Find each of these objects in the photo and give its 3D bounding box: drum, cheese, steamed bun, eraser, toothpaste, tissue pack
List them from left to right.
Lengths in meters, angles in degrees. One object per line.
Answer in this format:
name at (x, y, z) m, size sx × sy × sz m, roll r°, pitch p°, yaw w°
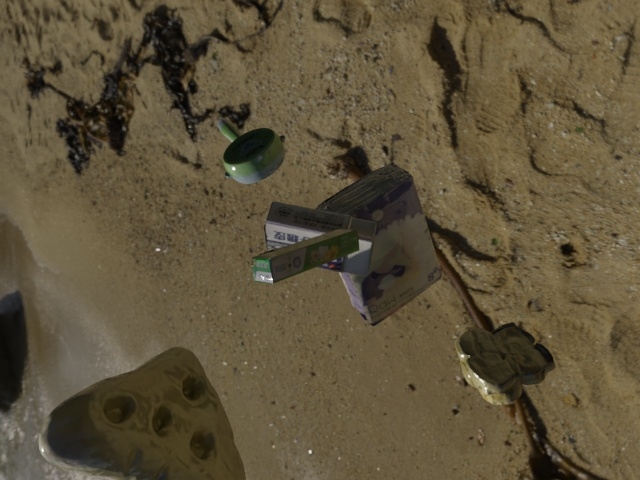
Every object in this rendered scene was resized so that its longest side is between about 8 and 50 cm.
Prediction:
cheese at (-0.278, 0.375, 0.827) m, size 0.129 × 0.351 × 0.328 m, roll -36°, pitch 84°, yaw 15°
drum at (-0.167, -0.177, 0.912) m, size 0.130 × 0.049 × 0.253 m, roll -46°, pitch 43°, yaw -18°
toothpaste at (-0.016, 0.019, 0.663) m, size 0.043 × 0.178 × 0.037 m, roll 5°, pitch 107°, yaw 43°
eraser at (0.000, 0.000, 0.932) m, size 0.124 × 0.210 × 0.068 m, roll 91°, pitch -167°, yaw -51°
tissue pack at (0.147, 0.019, 1.140) m, size 0.125 × 0.242 × 0.344 m, roll 43°, pitch 163°, yaw 54°
steamed bun at (0.393, 0.270, 1.040) m, size 0.192 × 0.177 × 0.106 m, roll 49°, pitch 155°, yaw 48°
